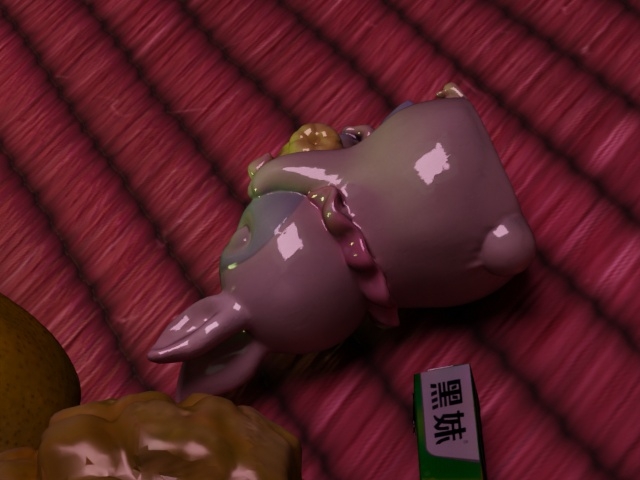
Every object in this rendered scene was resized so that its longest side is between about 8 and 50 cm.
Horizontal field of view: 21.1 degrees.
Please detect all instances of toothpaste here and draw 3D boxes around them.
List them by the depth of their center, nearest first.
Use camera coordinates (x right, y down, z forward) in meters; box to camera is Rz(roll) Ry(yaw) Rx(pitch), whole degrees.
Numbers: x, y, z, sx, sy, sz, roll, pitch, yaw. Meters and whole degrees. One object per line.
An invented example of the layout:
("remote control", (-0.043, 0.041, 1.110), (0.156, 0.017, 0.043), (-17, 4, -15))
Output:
("toothpaste", (0.073, 0.143, 0.913), (0.037, 0.043, 0.178), (-12, 40, 10))

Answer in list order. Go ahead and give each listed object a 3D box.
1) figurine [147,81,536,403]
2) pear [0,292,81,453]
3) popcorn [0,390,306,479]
("figurine", (0.000, 0.000, 1.049), (0.235, 0.127, 0.155), (-22, 57, 2))
("pear", (-0.233, 0.111, 0.971), (0.198, 0.198, 0.198), (-12, 40, 10))
("popcorn", (-0.076, 0.207, 0.758), (0.258, 0.224, 0.270), (-29, 74, -4))
